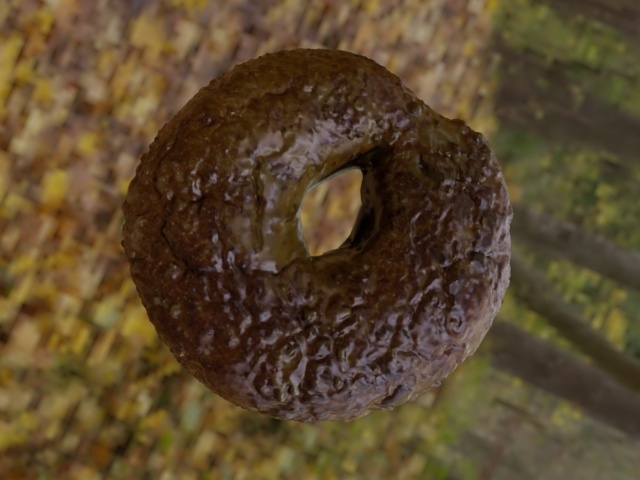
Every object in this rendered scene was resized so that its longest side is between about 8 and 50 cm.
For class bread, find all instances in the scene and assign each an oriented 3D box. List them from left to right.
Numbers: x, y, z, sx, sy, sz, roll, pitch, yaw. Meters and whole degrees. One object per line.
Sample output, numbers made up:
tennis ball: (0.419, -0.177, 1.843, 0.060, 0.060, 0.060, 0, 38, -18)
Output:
bread: (0.000, 0.000, 0.946, 0.193, 0.193, 0.064, -66, -171, -2)
